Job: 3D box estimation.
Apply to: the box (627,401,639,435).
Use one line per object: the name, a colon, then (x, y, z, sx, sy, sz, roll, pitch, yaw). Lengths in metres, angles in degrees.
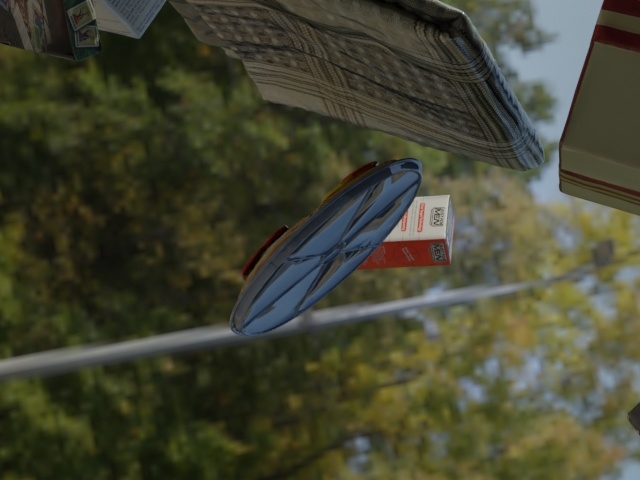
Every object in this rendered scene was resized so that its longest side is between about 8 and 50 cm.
box: (0.489, 0.050, 1.651, 0.097, 0.318, 0.395, 54, -31, 17)

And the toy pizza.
toy pizza: (0.000, 0.000, 1.472, 0.032, 0.201, 0.201, 47, -23, 14)

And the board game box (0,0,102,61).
board game box: (-0.230, -0.270, 1.393, 0.136, 0.030, 0.259, 21, -55, 54)

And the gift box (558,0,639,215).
gift box: (0.318, -0.105, 1.305, 0.276, 0.258, 0.255, 11, 96, -82)

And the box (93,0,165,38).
box: (-0.201, -0.287, 1.783, 0.072, 0.126, 0.137, 18, -20, 46)

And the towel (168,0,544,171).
towel: (0.007, -0.156, 1.510, 0.056, 0.324, 0.312, -65, 158, -7)

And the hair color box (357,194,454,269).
hair color box: (0.071, -0.008, 2.003, 0.072, 0.141, 0.043, -80, 161, -44)
